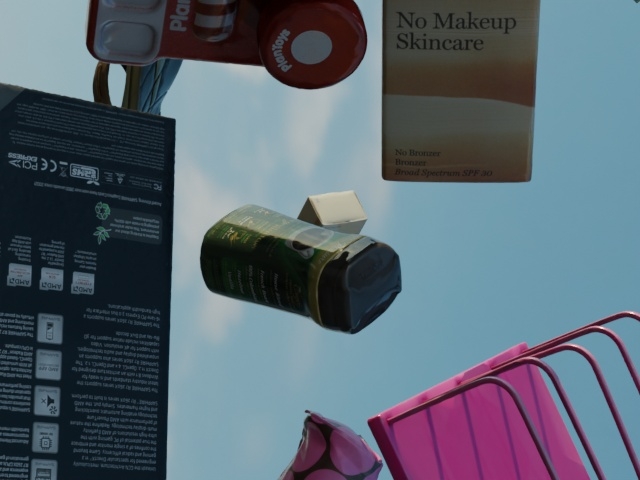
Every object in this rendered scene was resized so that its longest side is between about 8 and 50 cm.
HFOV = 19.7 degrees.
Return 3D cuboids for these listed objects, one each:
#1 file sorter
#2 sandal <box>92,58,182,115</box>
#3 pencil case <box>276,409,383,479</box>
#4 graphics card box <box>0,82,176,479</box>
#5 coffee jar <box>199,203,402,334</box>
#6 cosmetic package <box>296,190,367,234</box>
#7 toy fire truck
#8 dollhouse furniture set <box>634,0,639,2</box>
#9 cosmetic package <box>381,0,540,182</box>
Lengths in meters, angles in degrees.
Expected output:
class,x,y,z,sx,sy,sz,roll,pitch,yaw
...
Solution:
class,x,y,z,sx,sy,sz,roll,pitch,yaw
file sorter,0.233,0.207,1.877,0.182,0.290,0.202,-28,-95,38
sandal,-0.238,-0.181,2.239,0.086,0.120,0.303,29,-46,7
pencil case,-0.029,0.261,1.702,0.098,0.095,0.209,32,-93,34
graphics card box,-0.233,0.069,1.438,0.094,0.232,0.371,-11,-105,51
coffee jar,-0.018,0.027,1.731,0.184,0.096,0.079,16,-54,36
cosmetic package,0.000,0.000,1.959,0.041,0.060,0.115,63,-34,29
toy fire truck,-0.079,-0.279,1.655,0.169,0.253,0.302,-100,-163,-46
dollhouse furniture set,0.280,-0.272,1.471,0.076,0.058,0.152,42,-60,-5
cosmetic package,0.131,-0.211,1.722,0.129,0.153,0.296,-83,172,-60
